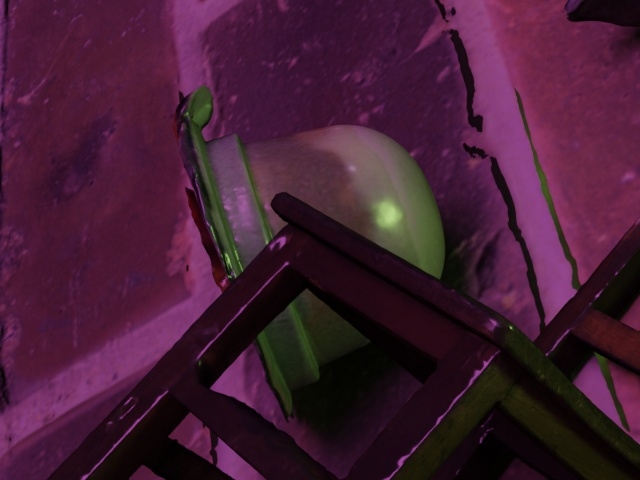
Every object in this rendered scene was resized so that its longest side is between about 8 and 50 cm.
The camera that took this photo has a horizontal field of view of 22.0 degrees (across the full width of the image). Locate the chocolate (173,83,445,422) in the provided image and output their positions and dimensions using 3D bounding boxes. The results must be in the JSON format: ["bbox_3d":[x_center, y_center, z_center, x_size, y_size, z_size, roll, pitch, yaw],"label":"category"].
[{"bbox_3d":[0.000,-0.008,1.039,0.147,0.221,0.221,-25,37,-5],"label":"chocolate"}]

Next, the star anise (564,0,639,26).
[{"bbox_3d":[0.247,-0.208,1.025,0.229,0.093,0.236,-39,39,11],"label":"star anise"}]

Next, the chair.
[{"bbox_3d":[0.090,0.062,0.814,0.416,0.240,0.203,-53,34,-5],"label":"chair"}]
